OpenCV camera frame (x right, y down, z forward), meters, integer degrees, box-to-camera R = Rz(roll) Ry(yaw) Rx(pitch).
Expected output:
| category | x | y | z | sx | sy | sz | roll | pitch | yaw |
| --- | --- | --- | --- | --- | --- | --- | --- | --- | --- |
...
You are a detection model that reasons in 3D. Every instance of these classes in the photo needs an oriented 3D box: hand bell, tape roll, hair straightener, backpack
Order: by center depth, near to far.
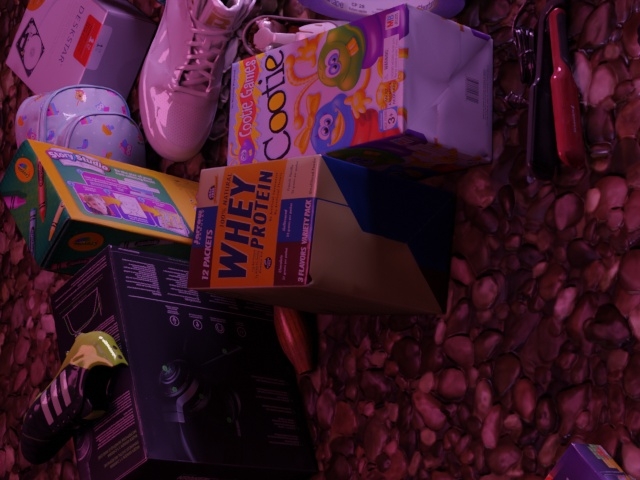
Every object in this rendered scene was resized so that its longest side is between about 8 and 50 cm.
| category | x | y | z | sx | sy | sz | roll | pitch | yaw |
| --- | --- | --- | --- | --- | --- | --- | --- | --- | --- |
| hair straightener | 0.214 | -0.167 | 1.415 | 0.089 | 0.047 | 0.231 | -23 | 64 | 43 |
| tape roll | 0.066 | -0.298 | 1.509 | 0.189 | 0.189 | 0.080 | -5 | 78 | 48 |
| hand bell | -0.055 | 0.043 | 1.648 | 0.126 | 0.126 | 0.242 | -30 | 71 | 41 |
| backpack | -0.329 | -0.122 | 1.916 | 0.144 | 0.165 | 0.188 | -15 | 84 | 48 |

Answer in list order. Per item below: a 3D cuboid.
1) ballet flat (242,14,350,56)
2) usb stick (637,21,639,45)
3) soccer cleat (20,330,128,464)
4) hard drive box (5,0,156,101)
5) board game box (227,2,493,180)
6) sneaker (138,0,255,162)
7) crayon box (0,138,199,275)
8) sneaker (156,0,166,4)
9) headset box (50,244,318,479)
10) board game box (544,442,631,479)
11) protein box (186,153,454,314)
| category | x | y | z | sx | sy | sz | roll | pitch | yaw |
| --- | --- | --- | --- | --- | --- | --- | --- | --- | --- |
| ballet flat | -0.019 | -0.235 | 1.682 | 0.213 | 0.068 | 0.072 | 14 | 95 | 49 |
| usb stick | 0.373 | -0.124 | 1.225 | 0.077 | 0.045 | 0.278 | -59 | 44 | 30 |
| soccer cleat | -0.266 | 0.179 | 1.495 | 0.072 | 0.060 | 0.179 | 45 | 113 | 35 |
| hard drive box | -0.358 | -0.290 | 2.069 | 0.232 | 0.089 | 0.181 | 40 | 111 | 46 |
| board game box | 0.039 | -0.143 | 1.533 | 0.275 | 0.142 | 0.144 | -12 | 72 | 46 |
| sneaker | -0.157 | -0.253 | 1.782 | 0.169 | 0.108 | 0.293 | 167 | 112 | -70 |
| crayon box | -0.237 | -0.021 | 1.716 | 0.081 | 0.278 | 0.165 | -57 | 44 | 21 |
| sneaker | -0.248 | -0.410 | 1.955 | 0.076 | 0.065 | 0.167 | 11 | 126 | 57 |
| headset box | -0.156 | 0.173 | 1.603 | 0.131 | 0.246 | 0.283 | -38 | 55 | 36 |
| board game box | 0.250 | 0.291 | 1.259 | 0.141 | 0.048 | 0.170 | -60 | 44 | 21 |
| protein box | 0.000 | 0.000 | 1.501 | 0.201 | 0.199 | 0.136 | -4 | 77 | 49 |
